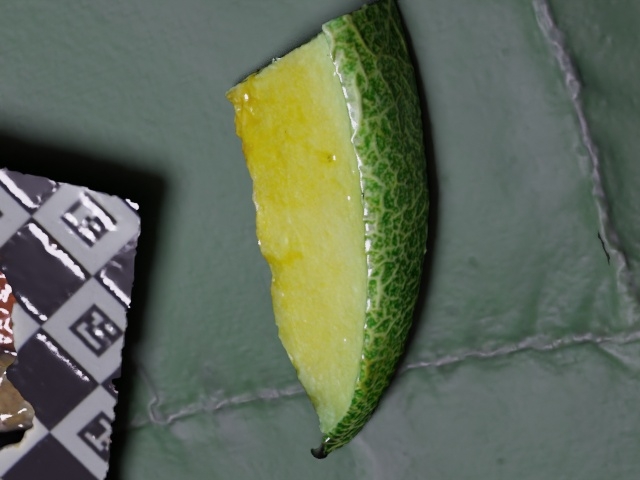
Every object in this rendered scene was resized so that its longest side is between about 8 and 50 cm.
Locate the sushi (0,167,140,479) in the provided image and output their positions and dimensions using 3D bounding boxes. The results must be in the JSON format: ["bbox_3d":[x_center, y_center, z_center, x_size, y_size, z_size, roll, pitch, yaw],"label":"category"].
[{"bbox_3d":[-0.214,0.050,1.133,0.220,0.047,0.231,14,113,8],"label":"sushi"}]

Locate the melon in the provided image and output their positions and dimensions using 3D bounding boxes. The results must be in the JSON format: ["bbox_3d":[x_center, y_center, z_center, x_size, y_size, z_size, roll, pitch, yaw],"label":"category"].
[{"bbox_3d":[0.000,0.001,1.050,0.114,0.053,0.261,5,107,24],"label":"melon"}]
